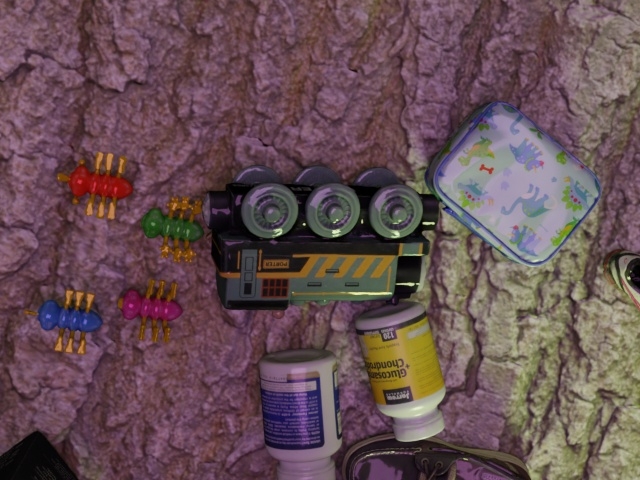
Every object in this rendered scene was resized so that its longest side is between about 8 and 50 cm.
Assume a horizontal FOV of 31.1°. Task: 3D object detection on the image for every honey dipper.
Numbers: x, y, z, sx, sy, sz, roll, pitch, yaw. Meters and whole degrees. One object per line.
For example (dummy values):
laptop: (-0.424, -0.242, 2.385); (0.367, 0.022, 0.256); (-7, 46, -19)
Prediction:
honey dipper: (-0.103, 0.049, 1.640); (0.030, 0.030, 0.161); (-38, 99, 0)

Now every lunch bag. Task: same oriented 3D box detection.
lunch bag: (0.268, -0.078, 1.630); (0.219, 0.090, 0.176); (38, 90, -8)

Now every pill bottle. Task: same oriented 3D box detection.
pill bottle: (-0.026, 0.254, 1.626); (0.112, 0.112, 0.187); (-4, 96, -5)
pill bottle: (0.119, 0.186, 1.637); (0.103, 0.103, 0.184); (-16, 96, -3)

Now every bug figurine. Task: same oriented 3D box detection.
bug figurine: (-0.281, 0.026, 1.601); (0.216, 0.072, 0.279); (14, 90, -13)

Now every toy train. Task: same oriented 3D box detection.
toy train: (0.000, 0.000, 1.586); (0.333, 0.142, 0.190); (0, 108, -16)

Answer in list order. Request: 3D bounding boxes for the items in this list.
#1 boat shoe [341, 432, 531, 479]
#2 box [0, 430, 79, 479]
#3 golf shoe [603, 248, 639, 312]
boat shoe: (0.175, 0.342, 1.661); (0.285, 0.092, 0.103); (10, 92, -8)
box: (-0.441, 0.454, 1.467); (0.293, 0.395, 0.212); (-37, 97, 0)
golf shoe: (0.492, 0.087, 1.670); (0.186, 0.086, 0.067); (39, 90, -9)
